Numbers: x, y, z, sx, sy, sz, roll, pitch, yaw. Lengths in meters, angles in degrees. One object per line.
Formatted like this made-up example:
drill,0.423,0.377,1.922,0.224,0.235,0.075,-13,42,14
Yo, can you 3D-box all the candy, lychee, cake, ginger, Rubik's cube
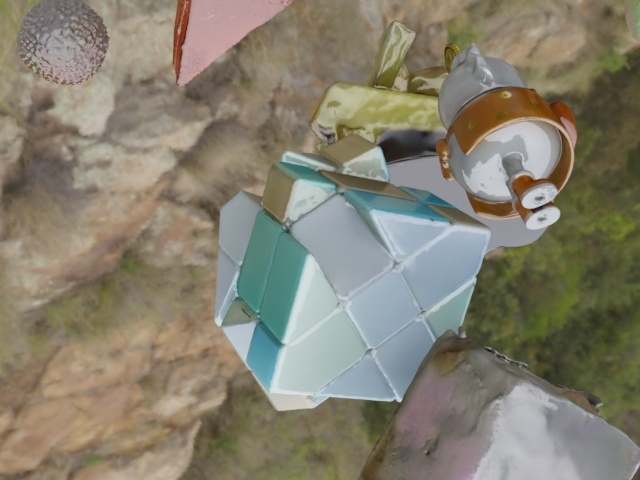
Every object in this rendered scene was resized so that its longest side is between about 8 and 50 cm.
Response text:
candy,0.148,0.192,0.835,0.185,0.137,0.195,31,89,-31
lychee,-0.462,-0.362,1.851,0.165,0.165,0.197,-40,177,26
cake,-0.138,-0.370,1.570,0.160,0.158,0.262,1,146,-16
ginger,0.190,-0.141,1.557,0.358,0.211,0.413,-19,143,20
Rubik's cube,0.017,0.038,0.971,0.224,0.213,0.265,10,104,-29

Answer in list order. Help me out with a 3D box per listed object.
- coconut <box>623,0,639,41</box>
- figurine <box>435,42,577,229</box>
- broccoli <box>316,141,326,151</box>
coconut,0.457,-0.290,1.156,0.236,0.236,0.204,-12,115,-18
figurine,0.177,-0.118,1.080,0.143,0.271,0.143,-19,134,-21
broccoli,0.011,-0.038,2.088,0.361,0.221,0.252,-52,159,-16
